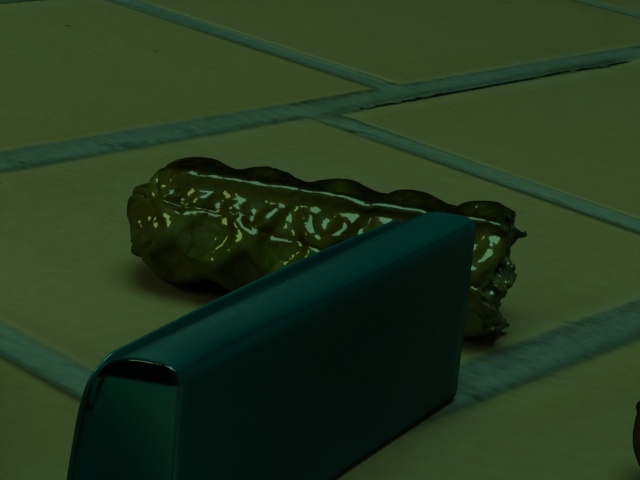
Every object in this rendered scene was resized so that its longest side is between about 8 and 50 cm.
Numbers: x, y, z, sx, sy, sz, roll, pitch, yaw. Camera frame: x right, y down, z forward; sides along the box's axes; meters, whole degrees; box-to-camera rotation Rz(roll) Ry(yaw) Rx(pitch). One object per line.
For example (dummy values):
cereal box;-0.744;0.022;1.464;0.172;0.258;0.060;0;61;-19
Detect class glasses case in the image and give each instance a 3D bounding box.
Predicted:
glasses case;-0.015;0.068;0.915;0.070;0.117;0.301;17;21;29

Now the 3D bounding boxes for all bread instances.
bread;0.000;0.001;1.157;0.269;0.098;0.087;9;-22;10

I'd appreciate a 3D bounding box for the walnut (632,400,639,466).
walnut;0.234;0.116;0.881;0.116;0.115;0.207;-8;16;-35
